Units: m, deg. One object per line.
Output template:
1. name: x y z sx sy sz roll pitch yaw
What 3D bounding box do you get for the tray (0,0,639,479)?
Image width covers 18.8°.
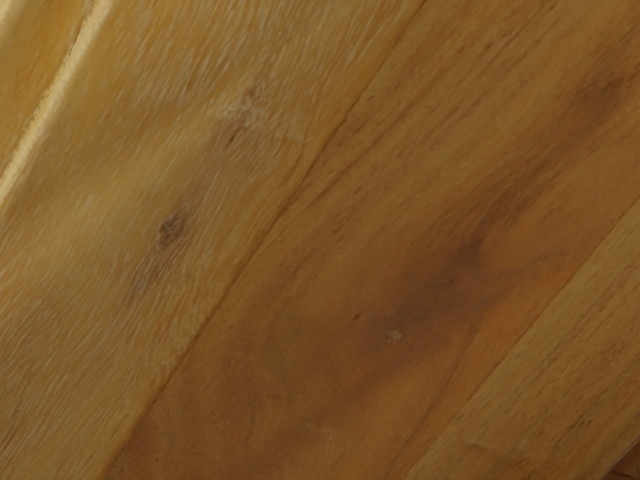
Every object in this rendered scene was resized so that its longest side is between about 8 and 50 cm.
1. tray: 0.000 0.000 0.455 0.203 0.411 0.076 16 -138 -22
